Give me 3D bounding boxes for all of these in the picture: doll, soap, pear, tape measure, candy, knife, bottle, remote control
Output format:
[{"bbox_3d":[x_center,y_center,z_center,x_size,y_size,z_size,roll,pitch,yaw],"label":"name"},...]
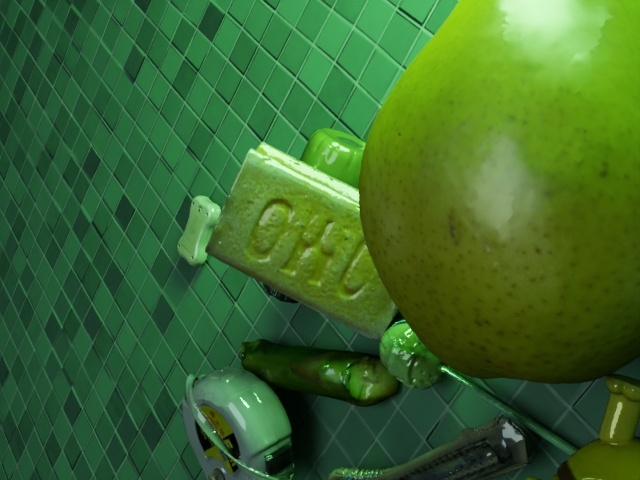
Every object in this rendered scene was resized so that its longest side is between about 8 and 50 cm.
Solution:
[{"bbox_3d":[0.297,0.316,0.868,0.199,0.145,0.363,14,100,13],"label":"doll"},{"bbox_3d":[0.000,0.000,1.146,0.274,0.089,0.173,27,109,3],"label":"soap"},{"bbox_3d":[0.221,-0.062,0.838,0.362,0.362,0.418,16,100,45],"label":"pear"},{"bbox_3d":[-0.125,0.294,1.285,0.197,0.120,0.236,-38,77,49],"label":"tape measure"},{"bbox_3d":[0.210,0.196,1.030,0.335,0.092,0.093,30,150,36],"label":"candy"},{"bbox_3d":[0.125,0.304,1.085,0.089,0.043,0.365,54,134,0],"label":"knife"},{"bbox_3d":[-0.009,-0.031,1.243,0.112,0.112,0.260,41,114,40],"label":"bottle"},{"bbox_3d":[-0.218,-0.017,1.514,0.074,0.032,0.122,37,111,42],"label":"remote control"}]

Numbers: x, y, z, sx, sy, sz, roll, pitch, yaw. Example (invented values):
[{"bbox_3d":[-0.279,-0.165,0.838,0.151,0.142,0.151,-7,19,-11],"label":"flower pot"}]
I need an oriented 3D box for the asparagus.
[{"bbox_3d":[-0.030,0.193,1.269,0.343,0.085,0.082,2,111,44],"label":"asparagus"}]
